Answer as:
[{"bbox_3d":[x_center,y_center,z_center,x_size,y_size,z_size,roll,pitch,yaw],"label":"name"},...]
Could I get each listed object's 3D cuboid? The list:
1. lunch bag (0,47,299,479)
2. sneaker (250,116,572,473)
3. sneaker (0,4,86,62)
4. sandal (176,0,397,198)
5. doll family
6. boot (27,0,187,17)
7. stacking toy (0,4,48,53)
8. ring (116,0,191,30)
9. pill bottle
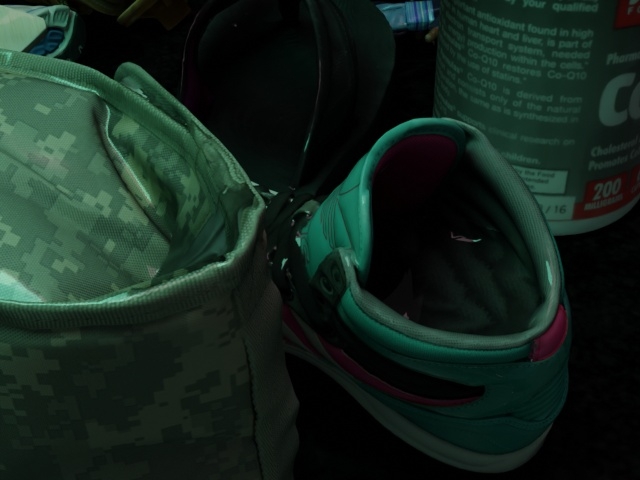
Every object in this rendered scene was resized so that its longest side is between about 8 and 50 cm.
[{"bbox_3d":[-0.139,0.043,0.473,0.287,0.235,0.169,13,45,15],"label":"lunch bag"},{"bbox_3d":[0.000,0.000,0.528,0.295,0.178,0.124,26,57,11],"label":"sneaker"},{"bbox_3d":[-0.306,-0.167,0.905,0.190,0.071,0.083,-22,35,-38],"label":"sneaker"},{"bbox_3d":[-0.041,-0.101,0.747,0.167,0.107,0.446,6,42,10],"label":"sandal"},{"bbox_3d":[0.087,-0.231,0.969,0.111,0.076,0.193,-2,53,-1],"label":"doll family"},{"bbox_3d":[-0.234,-0.242,0.948,0.152,0.073,0.197,11,0,26],"label":"boot"},{"bbox_3d":[-0.342,-0.121,0.616,0.279,0.130,0.309,35,83,-9],"label":"stacking toy"},{"bbox_3d":[0.000,-0.245,0.694,0.336,0.032,0.336,-38,15,12],"label":"ring"},{"bbox_3d":[0.161,-0.160,0.700,0.161,0.283,0.161,0,37,0],"label":"pill bottle"}]
